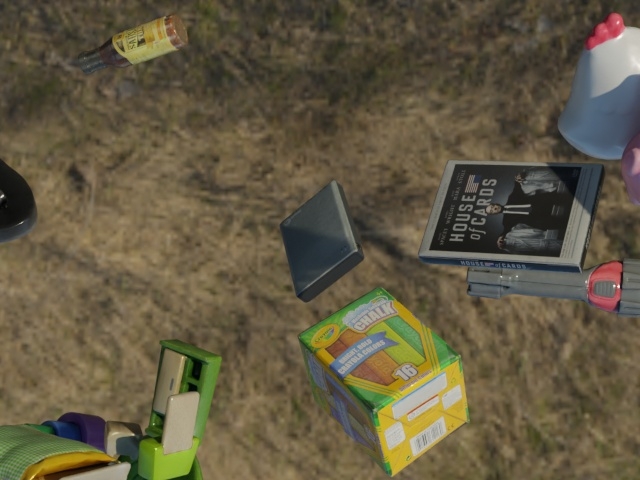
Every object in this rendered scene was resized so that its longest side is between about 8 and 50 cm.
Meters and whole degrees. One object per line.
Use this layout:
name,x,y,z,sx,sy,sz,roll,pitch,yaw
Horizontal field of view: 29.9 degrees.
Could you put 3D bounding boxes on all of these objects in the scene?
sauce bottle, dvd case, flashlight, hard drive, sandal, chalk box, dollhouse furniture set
sauce bottle,-0.215,-0.220,1.366,0.128,0.042,0.042,-18,145,15
dvd case,0.274,-0.038,1.723,0.239,0.179,0.029,4,146,26
flashlight,0.409,0.070,2.075,0.304,0.103,0.103,5,138,11
hard drive,0.000,0.000,1.437,0.094,0.135,0.022,-39,127,19
sandal,-0.411,-0.087,1.387,0.097,0.254,0.054,-31,146,-17
chalk box,0.064,0.158,1.485,0.132,0.213,0.132,-32,135,-19
dollhouse furniture set,-0.115,0.093,0.651,0.076,0.058,0.152,17,-170,33

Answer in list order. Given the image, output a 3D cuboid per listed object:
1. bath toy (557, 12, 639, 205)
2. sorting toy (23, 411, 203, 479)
bath toy,0.304,-0.075,0.934,0.151,0.348,0.129,-22,128,-7
sorting toy,-0.182,0.251,1.144,0.366,0.127,0.126,24,-177,41
